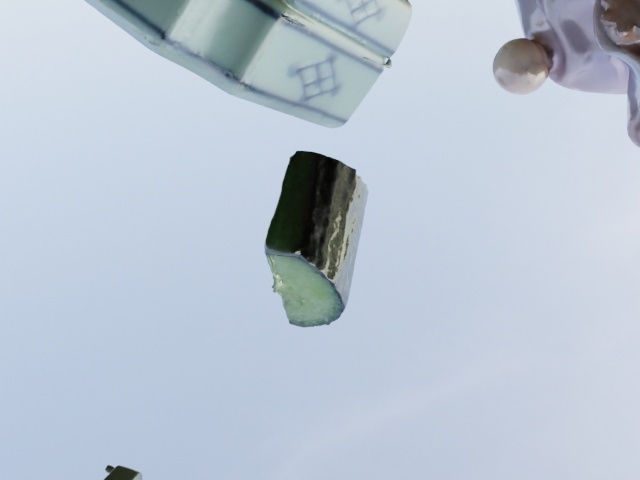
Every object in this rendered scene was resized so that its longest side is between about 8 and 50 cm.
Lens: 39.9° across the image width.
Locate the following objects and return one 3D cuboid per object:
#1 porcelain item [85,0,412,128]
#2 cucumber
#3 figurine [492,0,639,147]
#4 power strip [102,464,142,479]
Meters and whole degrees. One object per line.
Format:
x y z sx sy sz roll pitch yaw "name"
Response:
-0.079 -0.239 0.792 0.286 0.157 0.281 40 -165 27 "porcelain item"
0.000 0.000 0.728 0.062 0.116 0.115 5 -116 12 "cucumber"
0.210 -0.139 0.551 0.200 0.133 0.276 -18 -131 -3 "figurine"
-0.305 0.409 1.136 0.061 0.145 0.215 11 -152 23 "power strip"
